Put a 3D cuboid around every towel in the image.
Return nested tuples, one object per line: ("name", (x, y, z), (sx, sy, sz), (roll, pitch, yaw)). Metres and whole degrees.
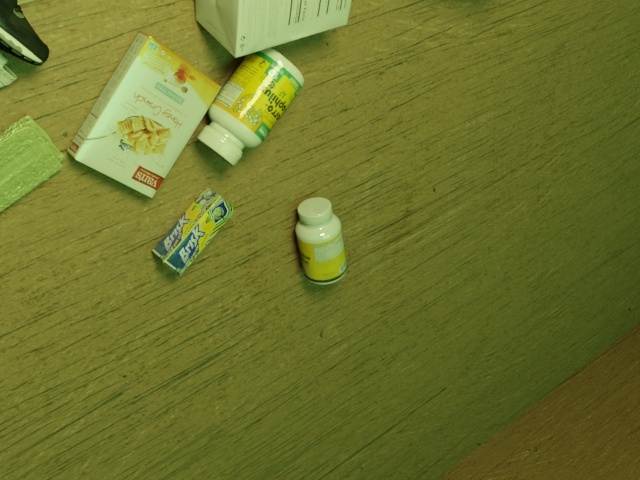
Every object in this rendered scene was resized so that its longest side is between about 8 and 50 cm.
("towel", (-0.492, -0.120, 1.172), (0.148, 0.027, 0.110), (-43, 136, -15))

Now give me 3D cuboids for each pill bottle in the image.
("pill bottle", (-0.133, -0.246, 1.351), (0.208, 0.117, 0.117), (-53, 137, -3))
("pill bottle", (0.000, 0.000, 1.624), (0.103, 0.103, 0.184), (-30, 130, -25))

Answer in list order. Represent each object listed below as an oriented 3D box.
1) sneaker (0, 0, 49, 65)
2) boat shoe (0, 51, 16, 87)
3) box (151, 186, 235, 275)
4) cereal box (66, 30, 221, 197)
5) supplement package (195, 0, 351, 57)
("sneaker", (-0.464, -0.363, 1.002), (0.124, 0.107, 0.283), (-56, 137, -9))
("boat shoe", (-0.478, -0.264, 1.074), (0.035, 0.035, 0.100), (-25, 151, -6))
("box", (-0.247, -0.019, 1.426), (0.169, 0.059, 0.054), (-51, 134, -6))
("cereal box", (-0.302, -0.212, 1.271), (0.173, 0.047, 0.240), (29, 93, -47))
("supplement package", (-0.076, -0.432, 1.257), (0.244, 0.139, 0.134), (-26, 147, -29))
